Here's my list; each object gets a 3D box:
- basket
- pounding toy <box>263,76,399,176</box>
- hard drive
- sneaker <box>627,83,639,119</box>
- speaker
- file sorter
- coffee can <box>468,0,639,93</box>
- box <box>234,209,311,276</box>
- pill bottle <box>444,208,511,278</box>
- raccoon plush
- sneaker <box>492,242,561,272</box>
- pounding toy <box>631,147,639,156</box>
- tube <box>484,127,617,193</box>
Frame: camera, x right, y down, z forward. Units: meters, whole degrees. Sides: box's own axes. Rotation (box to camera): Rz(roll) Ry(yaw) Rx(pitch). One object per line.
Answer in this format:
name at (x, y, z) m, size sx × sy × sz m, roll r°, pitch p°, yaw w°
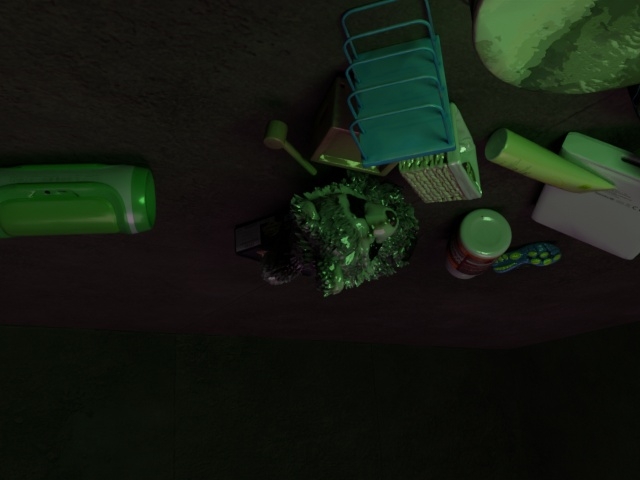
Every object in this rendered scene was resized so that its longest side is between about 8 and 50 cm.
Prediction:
basket at (0.199, -0.138, 1.036) m, size 0.103 × 0.113 × 0.167 m, roll -10°, pitch 159°, yaw 24°
pounding toy at (0.019, -0.172, 0.949) m, size 0.206 × 0.094 × 0.181 m, roll 11°, pitch 163°, yaw -13°
hard drive at (0.560, -0.075, 1.219) m, size 0.233 × 0.047 × 0.353 m, roll 26°, pitch 167°, yaw 17°
sneaker at (0.522, -0.203, 0.945) m, size 0.081 × 0.091 × 0.232 m, roll -19°, pitch 155°, yaw 37°
speaker at (-0.449, -0.069, 1.085) m, size 0.296 × 0.131 × 0.131 m, roll -2°, pitch 161°, yaw -6°
file sorter at (0.091, -0.197, 0.762) m, size 0.118 × 0.170 × 0.104 m, roll -10°, pitch 158°, yaw 16°
coffee can at (0.181, -0.269, 0.410) m, size 0.201 × 0.276 × 0.201 m, roll -3°, pitch 161°, yaw -1°
box at (0.000, 0.000, 1.456) m, size 0.293 × 0.073 × 0.295 m, roll -14°, pitch 159°, yaw 30°
pill bottle at (0.371, 0.016, 1.495) m, size 0.121 × 0.121 × 0.221 m, roll -3°, pitch 161°, yaw -3°
raccoon plush at (-0.019, 0.043, 1.117) m, size 0.446 × 0.216 × 0.299 m, roll -44°, pitch 170°, yaw 37°
sneaker at (0.573, 0.046, 1.727) m, size 0.188 × 0.067 × 0.078 m, roll -15°, pitch 179°, yaw 25°
pounding toy at (0.711, -0.115, 1.204) m, size 0.236 × 0.110 × 0.183 m, roll -3°, pitch 161°, yaw -3°
tube at (0.405, -0.127, 1.096) m, size 0.240 × 0.070 × 0.062 m, roll 19°, pitch 124°, yaw -20°
